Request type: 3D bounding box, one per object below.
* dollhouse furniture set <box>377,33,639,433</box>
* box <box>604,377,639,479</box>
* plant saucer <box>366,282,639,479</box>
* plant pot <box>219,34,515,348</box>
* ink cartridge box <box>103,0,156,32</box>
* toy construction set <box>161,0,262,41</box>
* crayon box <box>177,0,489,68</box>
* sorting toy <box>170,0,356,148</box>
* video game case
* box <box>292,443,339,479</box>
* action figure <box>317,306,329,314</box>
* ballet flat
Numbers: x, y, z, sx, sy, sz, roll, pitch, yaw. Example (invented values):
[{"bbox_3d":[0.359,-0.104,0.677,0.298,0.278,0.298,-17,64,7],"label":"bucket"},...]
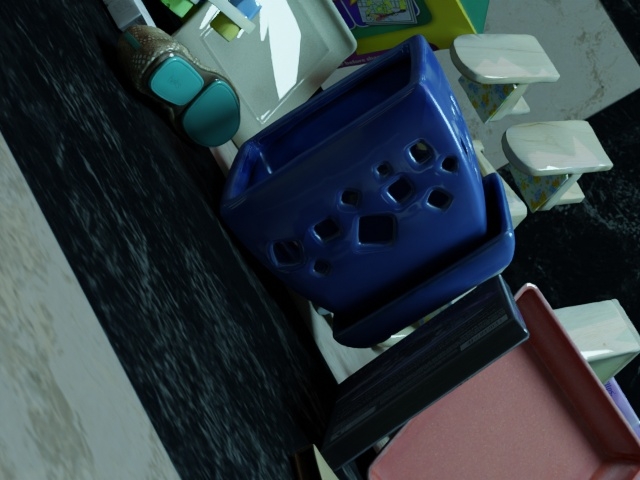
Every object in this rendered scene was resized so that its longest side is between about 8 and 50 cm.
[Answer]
[{"bbox_3d":[0.150,0.020,1.738,0.256,0.362,0.394,-7,58,-37],"label":"dollhouse furniture set"},{"bbox_3d":[0.280,0.249,1.927,0.117,0.243,0.213,54,8,-41],"label":"box"},{"bbox_3d":[0.178,0.216,1.449,0.048,0.258,0.259,7,-42,56],"label":"plant saucer"},{"bbox_3d":[0.059,-0.041,1.478,0.212,0.236,0.236,55,13,-15],"label":"plant pot"},{"bbox_3d":[-0.188,-0.226,1.436,0.083,0.028,0.048,60,6,9],"label":"ink cartridge box"},{"bbox_3d":[-0.165,-0.325,1.405,0.215,0.151,0.327,44,-8,18],"label":"toy construction set"},{"bbox_3d":[-0.021,-0.346,1.787,0.313,0.363,0.106,54,39,-44],"label":"crayon box"},{"bbox_3d":[-0.069,-0.226,1.721,0.047,0.196,0.347,20,-30,52],"label":"sorting toy"},{"bbox_3d":[0.092,0.110,1.331,0.026,0.196,0.274,54,7,-2],"label":"video game case"},{"bbox_3d":[0.047,0.264,1.094,0.201,0.021,0.164,55,8,-28],"label":"box"},{"bbox_3d":[0.000,0.000,1.702,0.137,0.063,0.232,50,15,-45],"label":"action figure"},{"bbox_3d":[-0.130,-0.148,1.380,0.067,0.073,0.206,47,-2,21],"label":"ballet flat"}]
